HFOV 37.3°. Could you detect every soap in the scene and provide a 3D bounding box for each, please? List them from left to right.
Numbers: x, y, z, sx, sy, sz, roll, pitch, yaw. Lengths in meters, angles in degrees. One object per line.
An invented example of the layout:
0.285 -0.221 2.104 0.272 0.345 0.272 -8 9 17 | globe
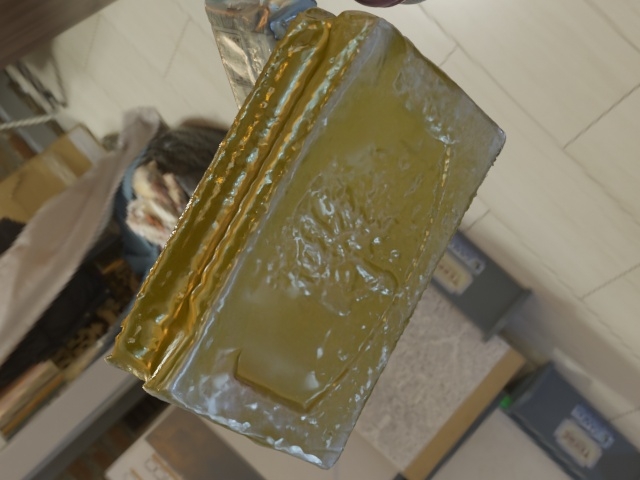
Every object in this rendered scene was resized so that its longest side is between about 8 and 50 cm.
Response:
0.000 0.000 0.726 0.199 0.315 0.091 35 173 -39 | soap

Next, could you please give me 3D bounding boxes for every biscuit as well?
-0.042 -0.180 1.139 0.186 0.079 0.309 16 134 44 | biscuit

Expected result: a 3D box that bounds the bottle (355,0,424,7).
0.109 -0.334 1.077 0.120 0.253 0.120 17 124 28 | bottle
